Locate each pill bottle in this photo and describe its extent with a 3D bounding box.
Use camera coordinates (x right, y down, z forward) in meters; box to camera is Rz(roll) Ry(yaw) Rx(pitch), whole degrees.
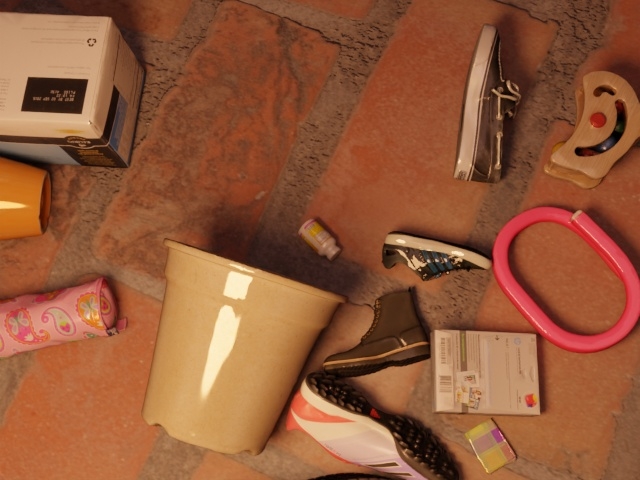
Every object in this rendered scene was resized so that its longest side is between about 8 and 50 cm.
[{"bbox_3d":[0.000,0.000,1.662,0.043,0.043,0.083,-43,74,-6],"label":"pill bottle"}]

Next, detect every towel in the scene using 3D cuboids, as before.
[{"bbox_3d":[0.298,0.362,1.537,0.060,0.009,0.083,-31,72,-2],"label":"towel"}]

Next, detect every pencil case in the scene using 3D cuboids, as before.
[{"bbox_3d":[-0.518,0.153,1.645,0.284,0.124,0.124,-12,73,3],"label":"pencil case"}]

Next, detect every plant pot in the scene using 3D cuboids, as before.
[{"bbox_3d":[-0.155,0.190,1.507,0.334,0.334,0.305,17,88,12],"label":"plant pot"},{"bbox_3d":[-0.628,-0.080,1.696,0.188,0.205,0.205,4,74,-9],"label":"plant pot"}]

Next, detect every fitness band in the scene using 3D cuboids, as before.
[{"bbox_3d":[0.445,0.067,1.584,0.209,0.054,0.291,-38,72,-5],"label":"fitness band"}]

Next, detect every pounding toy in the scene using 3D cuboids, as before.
[{"bbox_3d":[0.523,-0.232,1.608,0.154,0.155,0.269,42,83,12],"label":"pounding toy"}]

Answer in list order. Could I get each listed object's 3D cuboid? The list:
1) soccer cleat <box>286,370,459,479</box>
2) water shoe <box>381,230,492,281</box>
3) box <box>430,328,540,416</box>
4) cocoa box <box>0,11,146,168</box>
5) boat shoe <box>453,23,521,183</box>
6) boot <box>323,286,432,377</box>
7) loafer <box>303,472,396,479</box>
[{"bbox_3d":[0.090,0.355,1.529,0.318,0.108,0.116,31,113,4],"label":"soccer cleat"},{"bbox_3d":[0.214,0.039,1.622,0.203,0.073,0.080,14,97,15],"label":"water shoe"},{"bbox_3d":[0.288,0.233,1.539,0.186,0.038,0.145,2,74,-6],"label":"box"},{"bbox_3d":[-0.553,-0.291,1.719,0.347,0.228,0.231,4,74,8],"label":"cocoa box"},{"bbox_3d":[0.326,-0.259,1.665,0.105,0.113,0.306,9,78,3],"label":"boat shoe"},{"bbox_3d":[0.092,0.168,1.594,0.198,0.077,0.137,-9,68,-10],"label":"boot"},{"bbox_3d":[-0.029,0.473,1.466,0.366,0.134,0.130,-8,81,-9],"label":"loafer"}]
